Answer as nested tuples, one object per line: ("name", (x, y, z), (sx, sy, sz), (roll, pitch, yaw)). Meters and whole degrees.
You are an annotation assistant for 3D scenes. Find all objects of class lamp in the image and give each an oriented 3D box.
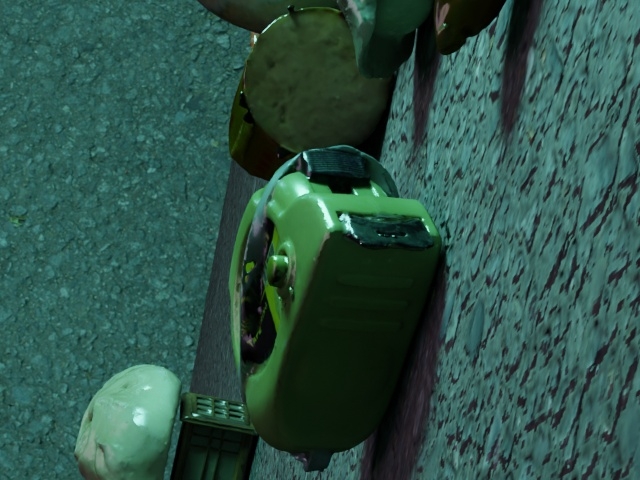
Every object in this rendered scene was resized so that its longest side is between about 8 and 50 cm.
("lamp", (-0.144, 0.336, 2.010), (0.090, 0.089, 0.325), (-105, 28, -76))

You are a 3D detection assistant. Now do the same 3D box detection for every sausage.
("sausage", (-0.020, -0.103, 1.547), (0.125, 0.117, 0.317), (-47, -1, -10))

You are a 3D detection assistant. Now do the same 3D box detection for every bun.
("bun", (-0.210, 0.220, 1.945), (0.183, 0.102, 0.183), (-170, 90, -86))

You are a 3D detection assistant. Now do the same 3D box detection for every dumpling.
("dumpling", (0.037, -0.219, 1.279), (0.152, 0.108, 0.219), (127, 156, -75))

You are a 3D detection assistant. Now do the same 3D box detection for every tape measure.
("tape measure", (0.004, 0.037, 1.134), (0.175, 0.106, 0.200), (-112, 29, -53))

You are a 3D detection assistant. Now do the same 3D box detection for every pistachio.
("pistachio", (0.092, -0.181, 0.965), (0.089, 0.049, 0.173), (45, -129, -67))

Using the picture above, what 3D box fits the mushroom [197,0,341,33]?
("mushroom", (-0.011, -0.293, 1.553), (0.243, 0.243, 0.243), (-169, 90, -84))

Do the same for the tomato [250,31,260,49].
("tomato", (-0.005, -0.239, 1.752), (0.228, 0.101, 0.228), (-179, 90, -81))
